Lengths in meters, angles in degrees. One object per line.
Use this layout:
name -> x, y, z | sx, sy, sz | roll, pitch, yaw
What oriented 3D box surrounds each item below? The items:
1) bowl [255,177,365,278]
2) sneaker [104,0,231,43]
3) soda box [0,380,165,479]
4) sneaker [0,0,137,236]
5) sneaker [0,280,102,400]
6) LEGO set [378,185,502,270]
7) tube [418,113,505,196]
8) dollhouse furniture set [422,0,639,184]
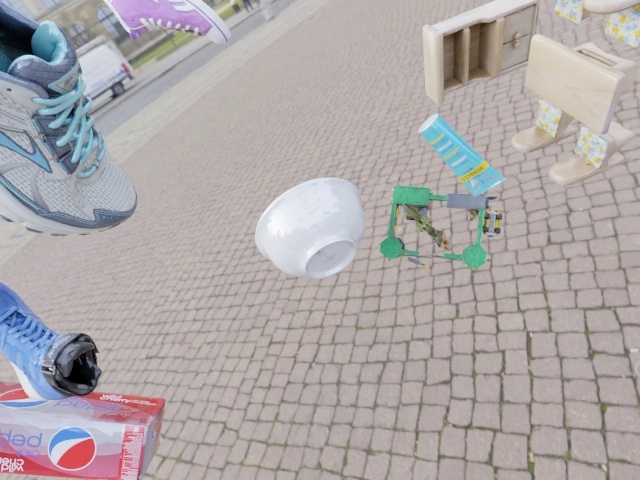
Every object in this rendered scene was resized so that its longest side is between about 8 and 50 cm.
bowl -> 0.000, 0.000, 1.022 | 0.298, 0.298, 0.134 | -32, 56, 1
sneaker -> -0.366, -0.519, 0.979 | 0.161, 0.282, 0.102 | -61, 21, 1
soda box -> -0.363, 0.261, 0.571 | 0.263, 0.083, 0.092 | 9, 1, -6
sneaker -> -0.231, -0.099, 0.323 | 0.122, 0.283, 0.110 | -14, 57, 13
sneaker -> -0.272, 0.095, 0.403 | 0.085, 0.152, 0.058 | -9, 25, 17
LEGO set -> 0.333, -0.041, 1.181 | 0.332, 0.254, 0.192 | -2, 0, 20
tube -> 0.299, -0.181, 0.890 | 0.080, 0.207, 0.052 | -32, 22, 50
dollhouse furniture set -> 0.425, -0.351, 0.866 | 0.257, 0.362, 0.394 | -23, 47, -2
